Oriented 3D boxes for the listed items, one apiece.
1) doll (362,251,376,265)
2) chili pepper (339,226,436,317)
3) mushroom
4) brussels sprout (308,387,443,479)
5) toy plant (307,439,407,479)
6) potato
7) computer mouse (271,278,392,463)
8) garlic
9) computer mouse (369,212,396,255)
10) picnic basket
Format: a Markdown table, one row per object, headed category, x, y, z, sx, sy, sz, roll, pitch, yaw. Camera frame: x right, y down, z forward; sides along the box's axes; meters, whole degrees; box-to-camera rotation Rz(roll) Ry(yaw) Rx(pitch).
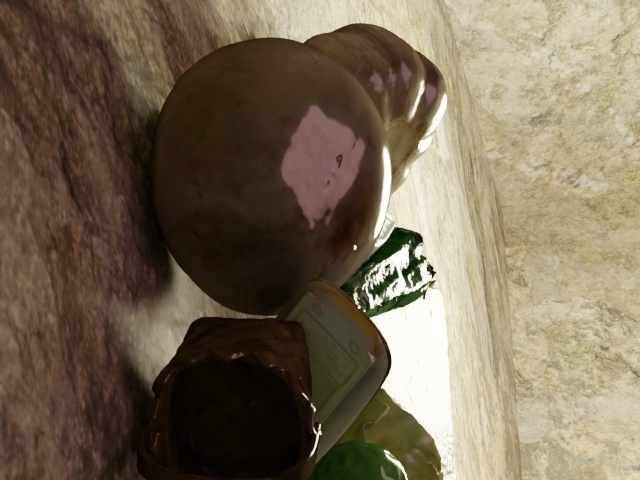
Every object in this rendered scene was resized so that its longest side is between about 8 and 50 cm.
| category | x | y | z | sx | sy | sz | roll | pitch | yaw |
| --- | --- | --- | --- | --- | --- | --- | --- | --- | --- |
| doll | 0.035 | 0.030 | 1.575 | 0.195 | 0.070 | 0.096 | 10 | 88 | -69 |
| chili pepper | 0.053 | 0.054 | 1.359 | 0.227 | 0.059 | 0.088 | -36 | 107 | -63 |
| mushroom | -0.045 | -0.051 | 1.105 | 0.226 | 0.178 | 0.226 | 8 | 79 | -43 |
| brussels sprout | 0.036 | 0.223 | 1.318 | 0.151 | 0.122 | 0.149 | 53 | -26 | -2 |
| toy plant | 0.011 | 0.356 | 0.888 | 0.317 | 0.211 | 0.356 | 109 | -9 | -53 |
| potato | 0.051 | 0.134 | 1.492 | 0.255 | 0.112 | 0.269 | 41 | 39 | -54 |
| computer mouse | -0.016 | 0.113 | 1.063 | 0.102 | 0.199 | 0.045 | 44 | 34 | 13 |
| garlic | 0.000 | -0.147 | 1.393 | 0.212 | 0.218 | 0.218 | 45 | -9 | 33 |
| computer mouse | 0.000 | 0.000 | 1.329 | 0.231 | 0.128 | 0.079 | 11 | 70 | -72 |
| picnic basket | -0.063 | 0.141 | 0.957 | 0.178 | 0.128 | 0.137 | -88 | 178 | -72 |
